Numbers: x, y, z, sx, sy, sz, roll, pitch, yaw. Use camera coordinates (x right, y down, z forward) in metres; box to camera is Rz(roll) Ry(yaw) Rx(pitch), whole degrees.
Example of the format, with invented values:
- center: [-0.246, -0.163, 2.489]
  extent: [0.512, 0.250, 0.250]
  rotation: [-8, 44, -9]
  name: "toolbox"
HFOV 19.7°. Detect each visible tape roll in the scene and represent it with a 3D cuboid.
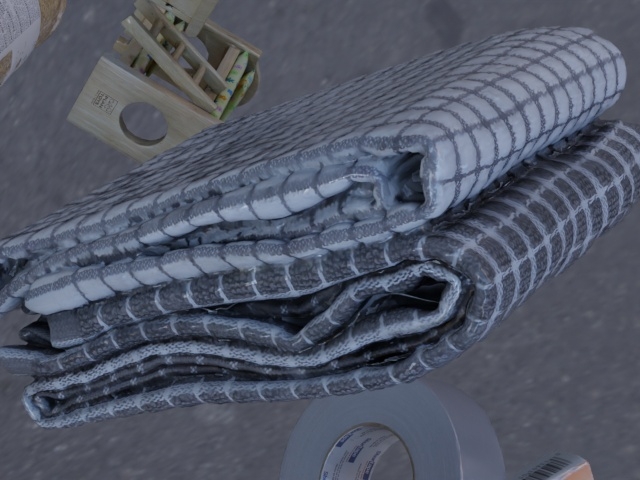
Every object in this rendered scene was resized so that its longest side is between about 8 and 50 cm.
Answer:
- center: [0.063, 0.229, 1.690]
  extent: [0.072, 0.219, 0.219]
  rotation: [17, 69, -46]
  name: "tape roll"

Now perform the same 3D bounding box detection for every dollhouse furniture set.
- center: [-0.066, -0.154, 1.229]
  extent: [0.101, 0.161, 0.182]
  rotation: [31, 35, -7]
  name: "dollhouse furniture set"

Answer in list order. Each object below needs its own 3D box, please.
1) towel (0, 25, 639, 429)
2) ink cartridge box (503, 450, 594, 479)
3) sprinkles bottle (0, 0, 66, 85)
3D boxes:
- center: [0.000, 0.000, 0.904]
  extent: [0.235, 0.283, 0.121]
  rotation: [-34, 105, -55]
  name: "towel"
- center: [0.137, 0.251, 1.227]
  extent: [0.145, 0.045, 0.179]
  rotation: [-28, 108, -28]
  name: "ink cartridge box"
- center: [-0.295, -0.155, 1.428]
  extent: [0.121, 0.355, 0.121]
  rotation: [3, 113, 7]
  name: "sprinkles bottle"
